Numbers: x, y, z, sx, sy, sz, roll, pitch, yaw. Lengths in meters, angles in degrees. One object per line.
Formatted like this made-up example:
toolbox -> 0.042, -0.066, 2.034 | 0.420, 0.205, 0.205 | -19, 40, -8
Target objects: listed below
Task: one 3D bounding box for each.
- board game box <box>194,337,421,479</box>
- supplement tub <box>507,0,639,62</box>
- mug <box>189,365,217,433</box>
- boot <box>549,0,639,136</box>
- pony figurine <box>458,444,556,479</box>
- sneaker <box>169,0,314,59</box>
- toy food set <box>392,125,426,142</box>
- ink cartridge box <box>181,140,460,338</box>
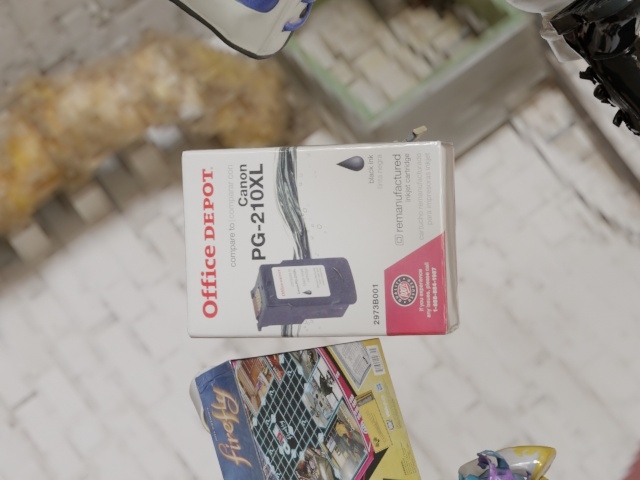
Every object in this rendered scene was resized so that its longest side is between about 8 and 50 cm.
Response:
board game box -> 0.011, 0.198, 1.416 | 0.042, 0.165, 0.243 | -25, -104, 40
supplement tub -> 0.215, -0.339, 1.647 | 0.325, 0.235, 0.235 | 61, -9, -8
mug -> -0.102, 0.162, 1.939 | 0.062, 0.078, 0.064 | 8, 17, -28
boot -> 0.201, -0.116, 1.246 | 0.099, 0.045, 0.121 | 52, -14, -6
pony figurine -> 0.204, 0.343, 1.891 | 0.351, 0.363, 0.303 | 37, -55, 35
sneaker -> -0.005, -0.217, 1.220 | 0.182, 0.315, 0.127 | 86, -5, -53
toy food set -> 0.068, -0.074, 2.101 | 0.019, 0.078, 0.122 | 56, -30, 13
ink cartridge box -> 0.000, 0.000, 1.753 | 0.100, 0.237, 0.172 | -8, 96, -79
